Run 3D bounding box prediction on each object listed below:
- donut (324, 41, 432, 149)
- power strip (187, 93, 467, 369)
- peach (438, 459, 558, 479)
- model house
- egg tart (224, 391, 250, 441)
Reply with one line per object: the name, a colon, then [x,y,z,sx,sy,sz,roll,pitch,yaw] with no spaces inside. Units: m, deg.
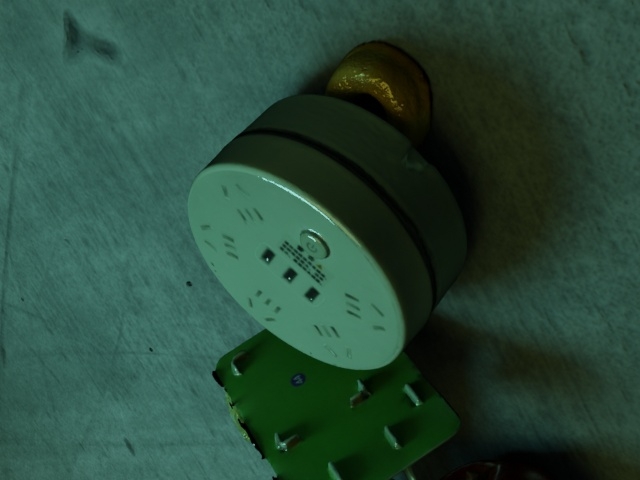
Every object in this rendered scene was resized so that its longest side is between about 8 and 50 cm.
donut: [0.065,-0.162,1.169,0.151,0.058,0.152,22,133,25]
power strip: [0.000,0.000,1.211,0.357,0.161,0.358,28,147,21]
peach: [0.282,0.449,1.332,0.257,0.201,0.362,-30,106,31]
model house: [0.062,0.297,1.343,0.358,0.242,0.313,46,169,48]
egg tart: [-0.077,0.278,1.573,0.197,0.078,0.197,21,130,27]
